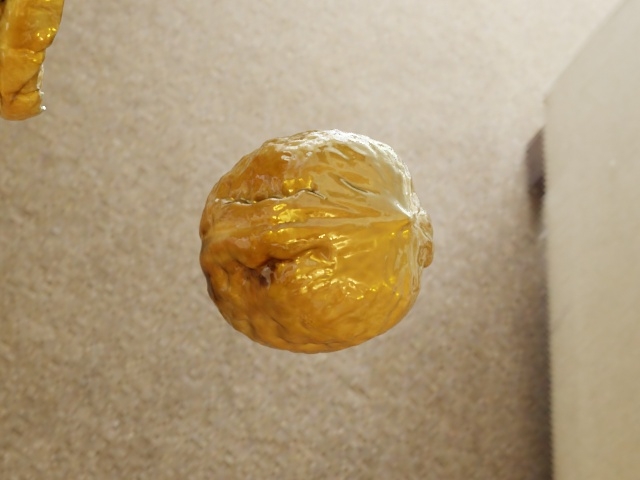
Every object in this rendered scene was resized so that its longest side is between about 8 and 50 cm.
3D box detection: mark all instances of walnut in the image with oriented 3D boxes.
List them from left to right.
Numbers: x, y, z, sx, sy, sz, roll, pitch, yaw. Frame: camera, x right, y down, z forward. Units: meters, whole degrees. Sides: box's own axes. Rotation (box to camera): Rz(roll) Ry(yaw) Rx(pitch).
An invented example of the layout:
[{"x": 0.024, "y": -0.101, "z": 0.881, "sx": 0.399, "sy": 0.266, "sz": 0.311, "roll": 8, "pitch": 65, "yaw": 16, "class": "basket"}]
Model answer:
[{"x": 0.000, "y": 0.000, "z": 1.081, "sx": 0.155, "sy": 0.184, "sz": 0.155, "roll": 6, "pitch": 79, "yaw": -35, "class": "walnut"}]

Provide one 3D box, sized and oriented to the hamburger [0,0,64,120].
[{"x": -0.260, "y": -0.222, "z": 1.136, "sx": 0.144, "sy": 0.260, "sz": 0.283, "roll": 8, "pitch": 26, "yaw": -15, "class": "hamburger"}]
